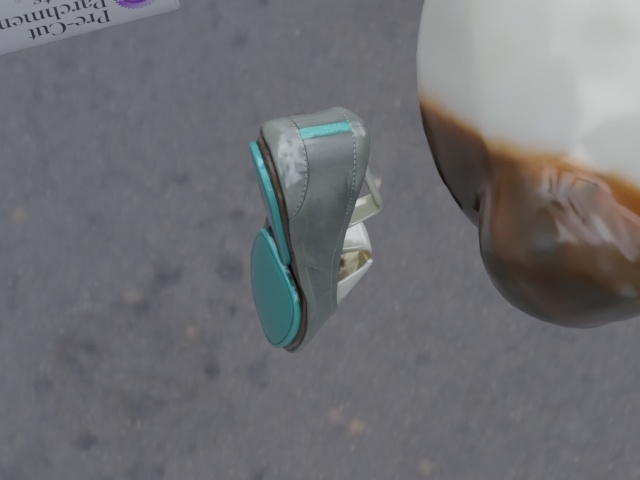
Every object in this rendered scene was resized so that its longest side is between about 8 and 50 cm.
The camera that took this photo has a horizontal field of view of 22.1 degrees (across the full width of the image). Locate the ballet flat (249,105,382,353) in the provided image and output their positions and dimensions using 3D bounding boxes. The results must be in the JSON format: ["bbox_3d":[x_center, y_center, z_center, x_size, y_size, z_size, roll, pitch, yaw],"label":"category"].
[{"bbox_3d":[0.000,0.000,0.883,0.068,0.213,0.072,-17,65,-10],"label":"ballet flat"}]

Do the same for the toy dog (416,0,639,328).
[{"bbox_3d":[0.244,-0.061,0.695,0.408,0.395,0.284,2,97,-4],"label":"toy dog"}]

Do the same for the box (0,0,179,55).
[{"bbox_3d":[-0.243,-0.130,0.911,0.324,0.067,0.063,-15,61,-6],"label":"box"}]
